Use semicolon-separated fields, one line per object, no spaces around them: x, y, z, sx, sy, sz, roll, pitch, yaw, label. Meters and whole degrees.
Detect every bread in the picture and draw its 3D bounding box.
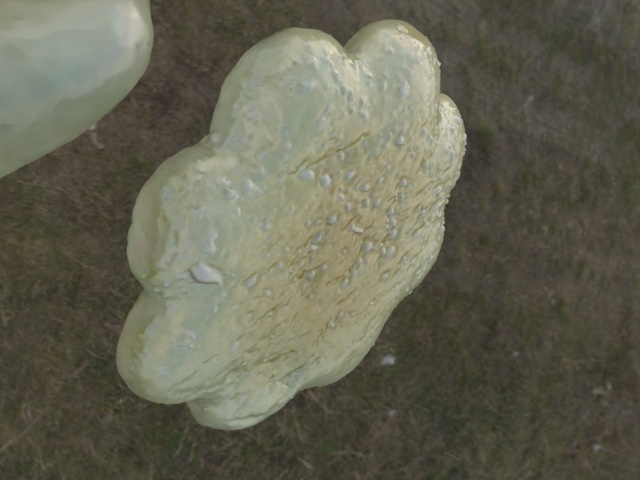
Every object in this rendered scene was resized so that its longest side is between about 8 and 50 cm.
0.000;0.000;0.540;0.316;0.054;0.316;-30;138;-31;bread

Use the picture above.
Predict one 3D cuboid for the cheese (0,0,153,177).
-0.246;-0.060;0.334;0.328;0.130;0.351;7;58;-10;cheese
